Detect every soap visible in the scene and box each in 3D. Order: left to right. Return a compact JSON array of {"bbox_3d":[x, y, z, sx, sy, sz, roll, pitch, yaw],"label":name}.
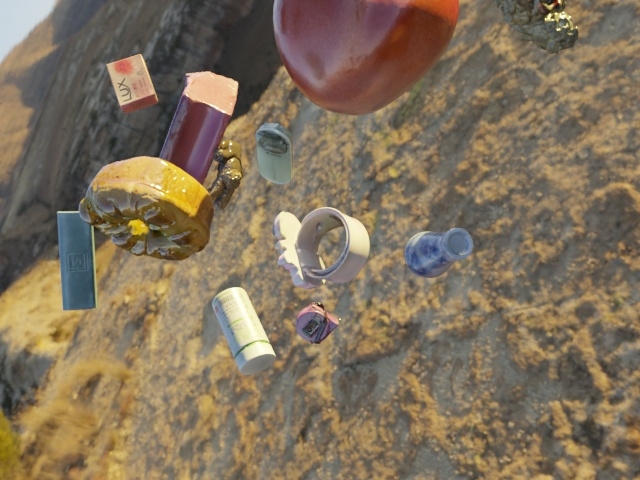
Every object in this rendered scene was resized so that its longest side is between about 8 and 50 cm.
[{"bbox_3d":[-0.324,-0.218,1.663,0.233,0.128,0.359,-94,28,-57],"label":"soap"}]

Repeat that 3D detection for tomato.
[{"bbox_3d":[0.071,-0.370,1.193,0.321,0.321,0.321,-50,26,36],"label":"tomato"}]

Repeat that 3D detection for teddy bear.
[{"bbox_3d":[-0.210,-0.154,1.566,0.078,0.119,0.160,5,75,25],"label":"teddy bear"},{"bbox_3d":[0.618,-0.760,1.910,0.224,0.357,0.367,9,64,37],"label":"teddy bear"}]

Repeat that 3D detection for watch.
[{"bbox_3d":[0.000,0.000,1.930,0.231,0.196,0.244,-30,62,29],"label":"watch"}]

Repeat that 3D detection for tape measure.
[{"bbox_3d":[-0.017,0.261,2.171,0.125,0.118,0.074,-52,6,7],"label":"tape measure"}]

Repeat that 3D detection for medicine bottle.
[{"bbox_3d":[-0.174,0.201,1.533,0.086,0.086,0.183,-51,52,33],"label":"medicine bottle"}]

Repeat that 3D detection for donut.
[{"bbox_3d":[-0.295,-0.051,1.191,0.226,0.227,0.113,-35,34,52],"label":"donut"}]

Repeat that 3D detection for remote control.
[{"bbox_3d":[-0.125,-0.240,1.909,0.247,0.104,0.052,95,-167,-62],"label":"remote control"}]

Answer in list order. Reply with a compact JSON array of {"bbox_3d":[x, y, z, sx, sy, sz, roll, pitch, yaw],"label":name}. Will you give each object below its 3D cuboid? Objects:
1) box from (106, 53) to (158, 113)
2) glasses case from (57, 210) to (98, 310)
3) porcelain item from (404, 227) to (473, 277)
[{"bbox_3d":[-0.547,-0.455,1.993,0.060,0.111,0.156,90,158,-72],"label":"box"},{"bbox_3d":[-0.663,0.054,1.851,0.056,0.105,0.266,-34,-57,-79],"label":"glasses case"},{"bbox_3d":[0.329,0.031,1.938,0.259,0.141,0.141,148,142,-67],"label":"porcelain item"}]
